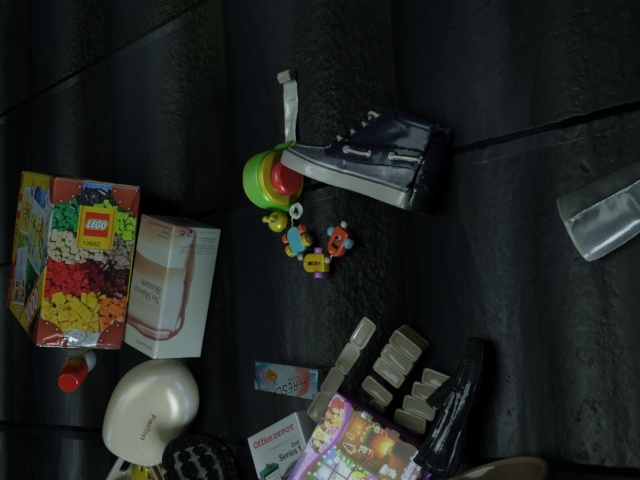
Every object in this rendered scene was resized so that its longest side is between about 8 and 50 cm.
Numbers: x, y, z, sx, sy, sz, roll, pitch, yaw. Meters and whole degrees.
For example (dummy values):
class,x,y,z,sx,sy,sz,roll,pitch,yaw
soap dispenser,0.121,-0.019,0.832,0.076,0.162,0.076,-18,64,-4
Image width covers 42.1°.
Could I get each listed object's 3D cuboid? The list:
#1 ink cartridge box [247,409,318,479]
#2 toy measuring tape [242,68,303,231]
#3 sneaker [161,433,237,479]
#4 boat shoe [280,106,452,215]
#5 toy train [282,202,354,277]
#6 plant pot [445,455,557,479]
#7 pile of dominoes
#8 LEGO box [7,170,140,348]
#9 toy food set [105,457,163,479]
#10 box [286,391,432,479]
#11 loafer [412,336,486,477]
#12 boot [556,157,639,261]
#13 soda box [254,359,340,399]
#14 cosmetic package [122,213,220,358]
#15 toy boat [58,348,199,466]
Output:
class,x,y,z,sx,sy,sz,roll,pitch,yaw
ink cartridge box,-0.031,0.437,1.529,0.160,0.092,0.219,-37,63,38
toy measuring tape,-0.095,-0.181,1.632,0.121,0.121,0.330,-7,82,46
sneaker,-0.230,0.589,1.709,0.410,0.158,0.182,57,143,39
boat shoe,0.081,-0.160,1.453,0.340,0.127,0.158,22,96,37
toy train,0.000,0.000,1.569,0.166,0.046,0.125,33,109,40
plant pot,0.242,0.461,1.153,0.263,0.263,0.229,-28,84,42
pile of dominoes,0.108,0.265,1.431,0.196,0.040,0.251,38,117,19
LEGO box,-0.614,0.029,2.019,0.500,0.193,0.372,11,95,62
toy food set,-0.401,0.619,1.908,0.306,0.092,0.220,51,122,36
box,0.044,0.429,1.382,0.201,0.057,0.293,29,92,26
loafer,0.202,0.253,1.285,0.078,0.076,0.223,16,89,13
boot,0.415,-0.094,1.127,0.208,0.076,0.190,-35,61,47
soda box,-0.046,0.263,1.580,0.183,0.063,0.058,-2,85,46
cosmetic package,-0.334,0.100,1.850,0.153,0.129,0.296,14,98,46
toy boat,-0.427,0.339,1.846,0.267,0.318,0.148,-57,11,13
